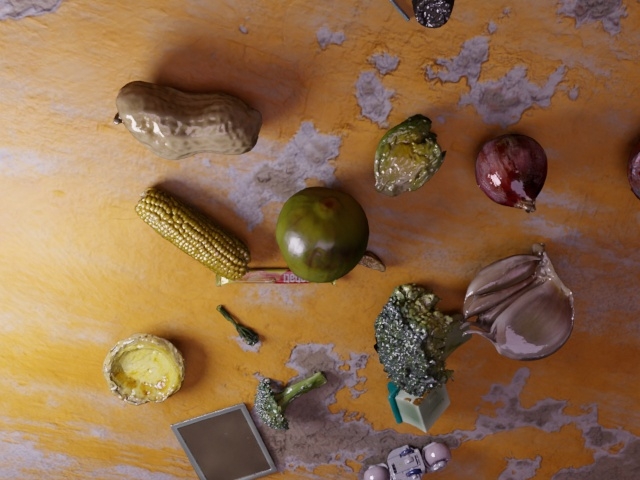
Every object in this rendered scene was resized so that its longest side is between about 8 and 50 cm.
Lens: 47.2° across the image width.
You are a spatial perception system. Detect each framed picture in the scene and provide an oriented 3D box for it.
[{"bbox_3d":[-0.258,0.565,1.994,0.217,0.017,0.274,-16,118,4],"label":"framed picture"}]

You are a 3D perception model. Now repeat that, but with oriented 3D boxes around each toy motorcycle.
[{"bbox_3d":[0.245,0.636,2.043,0.254,0.112,0.112,-22,118,5],"label":"toy motorcycle"}]

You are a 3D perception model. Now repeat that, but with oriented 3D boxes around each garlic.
[{"bbox_3d":[0.470,0.156,1.736,0.292,0.210,0.237,-43,125,3],"label":"garlic"}]

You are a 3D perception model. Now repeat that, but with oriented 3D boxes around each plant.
[{"bbox_3d":[0.222,-0.471,1.420,0.095,0.143,0.092,9,135,-2],"label":"plant"}]

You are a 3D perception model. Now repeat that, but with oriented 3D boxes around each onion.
[{"bbox_3d":[0.420,-0.136,1.583,0.160,0.194,0.159,-6,140,-5],"label":"onion"}]

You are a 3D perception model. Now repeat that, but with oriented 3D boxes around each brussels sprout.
[{"bbox_3d":[0.186,-0.181,1.594,0.139,0.100,0.181,33,112,-10],"label":"brussels sprout"}]

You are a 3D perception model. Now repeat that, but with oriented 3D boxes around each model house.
[{"bbox_3d":[0.239,0.405,1.897,0.127,0.149,0.100,-40,122,-34],"label":"model house"}]

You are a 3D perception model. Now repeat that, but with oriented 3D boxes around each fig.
[{"bbox_3d":[0.000,0.003,1.613,0.207,0.207,0.230,10,116,-10],"label":"fig"}]

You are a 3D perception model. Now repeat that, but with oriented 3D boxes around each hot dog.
[{"bbox_3d":[0.118,0.046,1.744,0.090,0.030,0.034,18,106,-14],"label":"hot dog"}]

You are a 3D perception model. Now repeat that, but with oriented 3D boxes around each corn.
[{"bbox_3d":[-0.272,-0.009,1.638,0.310,0.101,0.101,37,109,-22],"label":"corn"}]

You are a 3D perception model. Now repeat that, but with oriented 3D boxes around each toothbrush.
[{"bbox_3d":[0.122,-0.498,1.463,0.014,0.011,0.167,-39,115,20],"label":"toothbrush"}]

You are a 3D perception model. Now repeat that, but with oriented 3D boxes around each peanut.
[{"bbox_3d":[-0.271,-0.238,1.499,0.291,0.143,0.159,6,151,-14],"label":"peanut"}]

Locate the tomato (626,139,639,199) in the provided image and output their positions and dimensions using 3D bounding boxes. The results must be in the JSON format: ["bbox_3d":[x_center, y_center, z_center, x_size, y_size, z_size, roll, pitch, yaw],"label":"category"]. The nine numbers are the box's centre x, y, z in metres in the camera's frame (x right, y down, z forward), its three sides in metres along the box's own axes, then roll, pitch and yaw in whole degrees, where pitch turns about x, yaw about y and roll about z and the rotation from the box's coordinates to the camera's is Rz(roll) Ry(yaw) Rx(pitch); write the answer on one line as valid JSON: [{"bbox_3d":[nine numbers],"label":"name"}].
[{"bbox_3d":[0.793,-0.177,1.657,0.225,0.085,0.225,-2,122,-3],"label":"tomato"}]

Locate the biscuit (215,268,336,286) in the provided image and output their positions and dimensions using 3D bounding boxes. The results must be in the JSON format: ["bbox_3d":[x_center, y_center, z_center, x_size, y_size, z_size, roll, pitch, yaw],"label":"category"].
[{"bbox_3d":[-0.104,0.085,1.747,0.292,0.026,0.048,0,98,-5],"label":"biscuit"}]

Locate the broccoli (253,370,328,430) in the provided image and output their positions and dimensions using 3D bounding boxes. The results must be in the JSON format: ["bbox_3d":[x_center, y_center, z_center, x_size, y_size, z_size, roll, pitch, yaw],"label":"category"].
[{"bbox_3d":[-0.075,0.400,1.889,0.204,0.122,0.118,-34,132,-3],"label":"broccoli"}]

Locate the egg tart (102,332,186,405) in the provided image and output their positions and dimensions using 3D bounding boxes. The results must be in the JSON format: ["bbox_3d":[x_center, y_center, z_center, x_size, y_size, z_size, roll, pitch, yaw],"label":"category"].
[{"bbox_3d":[-0.429,0.308,1.799,0.213,0.090,0.212,-3,118,-6],"label":"egg tart"}]

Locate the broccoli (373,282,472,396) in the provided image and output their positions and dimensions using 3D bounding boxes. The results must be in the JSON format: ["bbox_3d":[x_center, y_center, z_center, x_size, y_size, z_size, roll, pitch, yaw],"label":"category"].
[{"bbox_3d":[0.251,0.237,1.794,0.243,0.263,0.247,-15,156,-25],"label":"broccoli"}]

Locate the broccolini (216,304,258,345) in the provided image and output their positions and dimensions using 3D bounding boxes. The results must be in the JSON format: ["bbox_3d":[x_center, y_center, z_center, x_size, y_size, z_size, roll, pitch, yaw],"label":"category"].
[{"bbox_3d":[-0.202,0.207,1.805,0.035,0.030,0.140,-37,111,5],"label":"broccolini"}]
